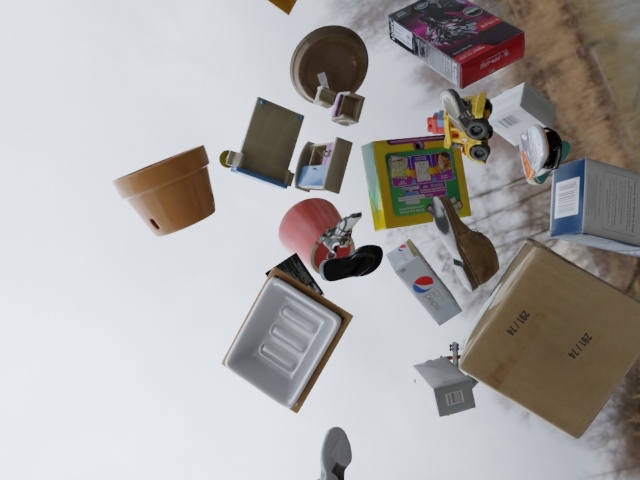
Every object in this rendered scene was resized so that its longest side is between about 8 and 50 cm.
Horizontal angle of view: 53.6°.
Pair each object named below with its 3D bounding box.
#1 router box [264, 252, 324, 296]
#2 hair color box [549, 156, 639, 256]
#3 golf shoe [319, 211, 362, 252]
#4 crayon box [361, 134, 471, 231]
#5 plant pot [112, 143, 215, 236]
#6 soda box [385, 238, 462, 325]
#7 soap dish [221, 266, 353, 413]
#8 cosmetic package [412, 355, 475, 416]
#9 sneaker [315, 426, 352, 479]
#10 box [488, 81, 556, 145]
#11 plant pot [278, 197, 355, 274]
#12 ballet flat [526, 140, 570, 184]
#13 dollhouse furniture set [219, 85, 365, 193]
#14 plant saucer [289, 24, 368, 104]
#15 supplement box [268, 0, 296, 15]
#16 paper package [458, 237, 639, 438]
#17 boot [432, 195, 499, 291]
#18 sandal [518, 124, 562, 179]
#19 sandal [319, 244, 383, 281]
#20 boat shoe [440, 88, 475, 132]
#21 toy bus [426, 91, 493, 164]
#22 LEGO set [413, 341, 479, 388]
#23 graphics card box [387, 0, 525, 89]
[{"bbox_3d":[-0.089,0.150,2.182,0.179,0.133,0.046,55,174,17],"label":"router box"},{"bbox_3d":[0.700,-0.063,1.461,0.347,0.105,0.173,11,-100,-21],"label":"hair color box"},{"bbox_3d":[0.091,-0.029,2.282,0.077,0.198,0.094,-20,-105,-54],"label":"golf shoe"},{"bbox_3d":[0.348,-0.211,2.289,0.363,0.106,0.313,-8,-90,-22],"label":"crayon box"},{"bbox_3d":[-0.444,-0.142,1.900,0.203,0.291,0.291,68,-158,-14],"label":"plant pot"},{"bbox_3d":[0.237,0.097,1.441,0.216,0.069,0.074,47,-168,-33],"label":"soda box"},{"bbox_3d":[-0.079,0.240,1.557,0.229,0.290,0.118,31,-168,10],"label":"soap dish"},{"bbox_3d":[0.391,0.462,2.028,0.238,0.127,0.107,-136,32,-83],"label":"cosmetic package"},{"bbox_3d":[0.029,0.725,1.987,0.101,0.153,0.268,5,-109,-17],"label":"sneaker"},{"bbox_3d":[0.750,-0.472,2.381,0.182,0.181,0.119,28,-115,-24],"label":"box"},{"bbox_3d":[0.000,0.000,2.508,0.275,0.275,0.243,47,-178,-37],"label":"plant pot"},{"bbox_3d":[0.760,-0.263,2.134,0.206,0.067,0.073,-42,-79,-20],"label":"ballet flat"},{"bbox_3d":[-0.093,-0.272,1.611,0.303,0.198,0.286,16,-92,-26],"label":"dollhouse furniture set"},{"bbox_3d":[0.035,-0.572,2.107,0.278,0.278,0.041,46,-169,-39],"label":"plant saucer"},{"bbox_3d":[-0.157,-0.685,1.572,0.194,0.129,0.191,35,-166,14],"label":"supplement box"},{"bbox_3d":[0.508,0.204,1.384,0.309,0.324,0.168,31,-169,10],"label":"paper package"},{"bbox_3d":[0.413,-0.009,1.808,0.305,0.115,0.112,62,175,-19],"label":"boot"},{"bbox_3d":[0.463,-0.185,1.303,0.265,0.076,0.102,-5,-96,-80],"label":"sandal"},{"bbox_3d":[0.113,0.081,2.051,0.254,0.054,0.097,-19,-78,-35],"label":"sandal"},{"bbox_3d":[0.392,-0.379,1.784,0.075,0.065,0.206,50,-176,28],"label":"boat shoe"},{"bbox_3d":[0.467,-0.369,2.121,0.149,0.211,0.220,-71,-27,-42],"label":"toy bus"},{"bbox_3d":[0.466,0.460,2.175,0.182,0.244,0.060,43,178,44],"label":"LEGO set"},{"bbox_3d":[0.397,-0.613,1.897,0.371,0.233,0.094,51,165,40],"label":"graphics card box"}]
